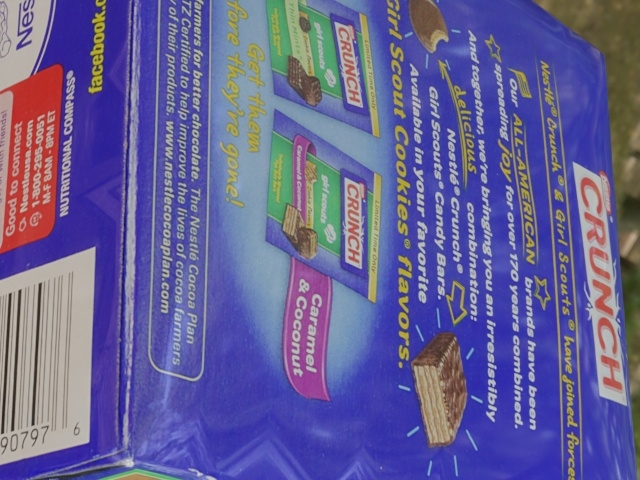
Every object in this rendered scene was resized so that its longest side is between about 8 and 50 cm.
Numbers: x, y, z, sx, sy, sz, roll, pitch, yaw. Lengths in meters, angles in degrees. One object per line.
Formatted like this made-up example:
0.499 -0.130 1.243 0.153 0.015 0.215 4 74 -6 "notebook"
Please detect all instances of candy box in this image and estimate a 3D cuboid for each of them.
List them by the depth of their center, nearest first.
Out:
0.000 0.000 0.604 0.317 0.122 0.268 25 57 -45 "candy box"
